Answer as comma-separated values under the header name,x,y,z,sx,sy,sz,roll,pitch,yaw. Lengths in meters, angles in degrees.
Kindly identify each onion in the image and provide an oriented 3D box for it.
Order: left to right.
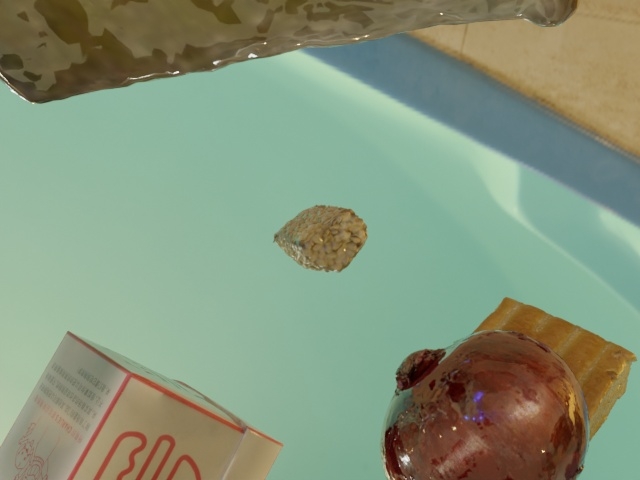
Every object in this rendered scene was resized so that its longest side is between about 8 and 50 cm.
name,x,y,z,sx,sy,sz,roll,pitch,yaw
onion,0.200,0.234,1.202,0.276,0.276,0.276,5,126,6

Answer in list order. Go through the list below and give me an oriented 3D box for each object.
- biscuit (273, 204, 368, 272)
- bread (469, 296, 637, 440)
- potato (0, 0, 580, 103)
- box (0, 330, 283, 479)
name,x,y,z,sx,sy,sz,roll,pitch,yaw
biscuit,0.000,0.000,1.137,0.082,0.168,0.070,-45,101,-10
bread,0.327,0.220,1.479,0.239,0.246,0.111,24,133,31
potato,-0.042,-0.190,0.371,0.264,0.211,0.189,-5,134,18
box,-0.305,0.358,1.516,0.300,0.312,0.314,35,169,-31
